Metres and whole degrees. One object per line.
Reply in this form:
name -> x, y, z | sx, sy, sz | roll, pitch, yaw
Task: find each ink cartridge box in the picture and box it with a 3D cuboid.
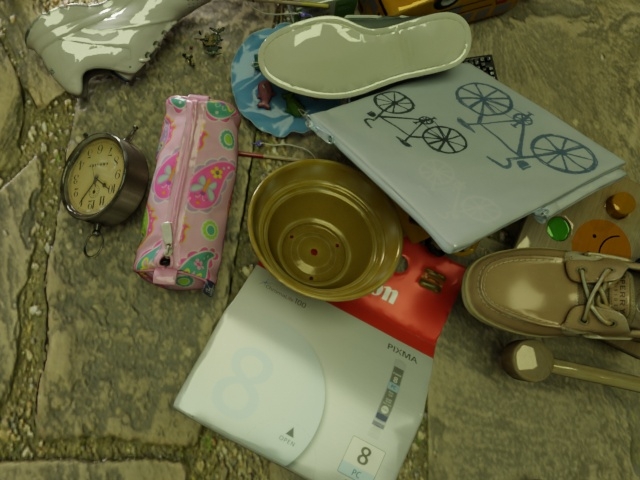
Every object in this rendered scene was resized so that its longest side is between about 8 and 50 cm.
ink cartridge box -> 0.023, 0.134, 0.801 | 0.308, 0.091, 0.385 | 28, 76, 0
ink cartridge box -> -0.021, -0.476, 0.951 | 0.108, 0.062, 0.210 | -16, 79, -8

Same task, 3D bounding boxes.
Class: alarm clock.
alarm clock -> -0.311, -0.067, 0.802 | 0.129, 0.064, 0.192 | 0, 74, 26

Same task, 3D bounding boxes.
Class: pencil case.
pencil case -> -0.190, -0.066, 0.807 | 0.124, 0.124, 0.285 | 9, 75, -5

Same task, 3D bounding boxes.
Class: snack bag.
snack bag -> 0.199, -0.130, 0.782 | 0.342, 0.037, 0.323 | -25, 54, -25

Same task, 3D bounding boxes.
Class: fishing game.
fishing game -> -0.049, -0.255, 0.882 | 0.188, 0.041, 0.265 | 7, 90, -6

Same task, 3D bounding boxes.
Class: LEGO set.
LEGO set -> -0.188, -0.320, 0.919 | 0.083, 0.023, 0.054 | -26, 79, 2

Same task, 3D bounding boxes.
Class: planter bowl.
planter bowl -> 0.000, 0.000, 0.784 | 0.216, 0.090, 0.217 | 7, 61, -12

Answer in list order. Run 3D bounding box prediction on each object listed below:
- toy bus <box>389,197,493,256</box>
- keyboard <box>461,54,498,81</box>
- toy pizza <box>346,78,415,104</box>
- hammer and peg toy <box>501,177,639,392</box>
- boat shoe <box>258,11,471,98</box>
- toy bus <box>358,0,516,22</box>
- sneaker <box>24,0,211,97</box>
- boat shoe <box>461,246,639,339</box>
toy bus -> 0.167, -0.041, 0.849 | 0.190, 0.104, 0.202 | 25, 52, -39
keyboard -> 0.292, -0.233, 0.953 | 0.108, 0.023, 0.180 | -7, 79, -9
toy pizza -> 0.141, -0.221, 0.927 | 0.201, 0.032, 0.202 | 1, 76, -5
hammer and peg toy -> 0.409, 0.067, 0.844 | 0.265, 0.127, 0.362 | 25, 79, -1
boat shoe -> 0.063, -0.286, 0.853 | 0.319, 0.099, 0.117 | -9, 109, -6
toy bus -> 0.240, -0.438, 0.938 | 0.332, 0.130, 0.108 | -19, 79, -11
sneaker -> -0.296, -0.326, 0.878 | 0.297, 0.111, 0.129 | -30, 99, -10
boat shoe -> 0.356, 0.066, 0.716 | 0.340, 0.110, 0.122 | 4, 80, -5
